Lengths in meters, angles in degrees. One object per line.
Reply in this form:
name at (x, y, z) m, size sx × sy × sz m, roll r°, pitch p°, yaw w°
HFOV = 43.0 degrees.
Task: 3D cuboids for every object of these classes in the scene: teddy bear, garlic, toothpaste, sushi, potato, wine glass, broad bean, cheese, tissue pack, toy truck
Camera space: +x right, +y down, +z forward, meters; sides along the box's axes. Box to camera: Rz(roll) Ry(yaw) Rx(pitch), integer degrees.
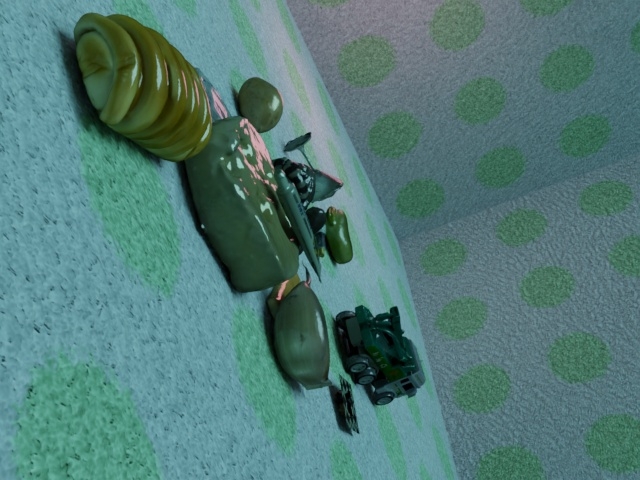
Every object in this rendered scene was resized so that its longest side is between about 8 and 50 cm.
teddy bear at (-0.073, -0.067, 1.701) m, size 0.144 × 0.171 × 0.251 m, roll 33°, pitch 39°, yaw -39°
garlic at (-0.032, 0.151, 1.567) m, size 0.148 × 0.128 × 0.266 m, roll 143°, pitch -50°, yaw -66°
toothpaste at (-0.038, -0.028, 1.535) m, size 0.067 × 0.037 × 0.255 m, roll -95°, pitch 167°, yaw -54°
sushi at (0.054, 0.379, 1.859) m, size 0.120 × 0.026 × 0.126 m, roll 55°, pitch 22°, yaw -62°
potato at (-0.146, -0.329, 1.965) m, size 0.147 × 0.112 × 0.112 m, roll 67°, pitch 9°, yaw 24°
wine glass at (-0.025, -0.214, 2.355) m, size 0.183 × 0.122 × 0.122 m, roll 60°, pitch 13°, yaw -21°
broad bean at (0.054, -0.017, 2.439) m, size 0.124 × 0.082 × 0.174 m, roll 31°, pitch 39°, yaw -77°
cheese at (-0.137, -0.065, 1.477) m, size 0.318 × 0.115 × 0.326 m, roll 50°, pitch 21°, yaw -62°
tissue pack at (-0.214, -0.267, 1.708) m, size 0.193 × 0.026 × 0.122 m, roll 58°, pitch 15°, yaw -47°
toy truck at (0.165, 0.301, 2.168) m, size 0.363 × 0.178 × 0.176 m, roll 61°, pitch 13°, yaw -51°

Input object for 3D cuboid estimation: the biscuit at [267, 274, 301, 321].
biscuit at (-0.054, 0.155, 1.712) m, size 0.249 × 0.030 × 0.160 m, roll -65°, pitch 133°, yaw -75°

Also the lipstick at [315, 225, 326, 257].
lipstick at (0.000, 0.000, 2.277) m, size 0.116 × 0.037 × 0.037 m, roll -94°, pitch 161°, yaw -44°

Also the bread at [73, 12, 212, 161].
bread at (-0.247, -0.224, 1.209) m, size 0.311 × 0.121 × 0.172 m, roll 27°, pitch 43°, yaw -76°
